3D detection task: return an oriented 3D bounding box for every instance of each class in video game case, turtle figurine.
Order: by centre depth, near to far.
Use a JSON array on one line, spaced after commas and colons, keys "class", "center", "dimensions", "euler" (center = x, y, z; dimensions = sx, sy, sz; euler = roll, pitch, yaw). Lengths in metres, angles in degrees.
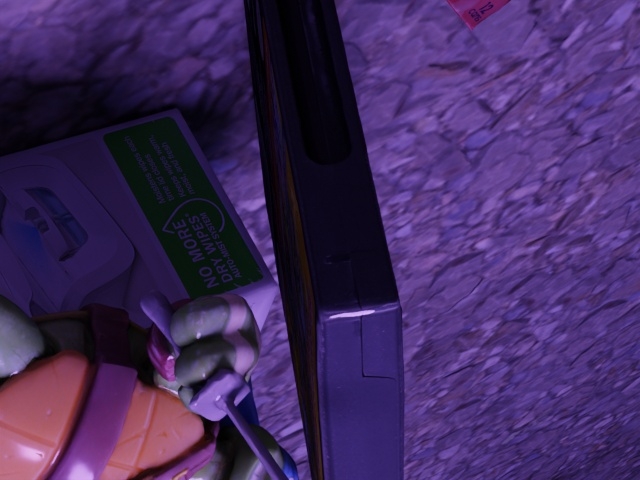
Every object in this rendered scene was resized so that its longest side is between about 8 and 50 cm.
[{"class": "turtle figurine", "center": [-0.118, 0.090, 0.640], "dimensions": [0.266, 0.274, 0.198], "euler": [26, 137, -17]}, {"class": "video game case", "center": [0.000, 0.000, 0.746], "dimensions": [0.035, 0.248, 0.275], "euler": [-8, 146, -3]}]

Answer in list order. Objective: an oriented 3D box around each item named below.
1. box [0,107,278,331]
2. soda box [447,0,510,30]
[{"class": "box", "center": [-0.171, 0.081, 0.896], "dimensions": [0.231, 0.126, 0.262], "euler": [-18, 154, -25]}, {"class": "soda box", "center": [0.033, -0.181, 0.655], "dimensions": [0.083, 0.092, 0.263], "euler": [-36, 156, 10]}]
